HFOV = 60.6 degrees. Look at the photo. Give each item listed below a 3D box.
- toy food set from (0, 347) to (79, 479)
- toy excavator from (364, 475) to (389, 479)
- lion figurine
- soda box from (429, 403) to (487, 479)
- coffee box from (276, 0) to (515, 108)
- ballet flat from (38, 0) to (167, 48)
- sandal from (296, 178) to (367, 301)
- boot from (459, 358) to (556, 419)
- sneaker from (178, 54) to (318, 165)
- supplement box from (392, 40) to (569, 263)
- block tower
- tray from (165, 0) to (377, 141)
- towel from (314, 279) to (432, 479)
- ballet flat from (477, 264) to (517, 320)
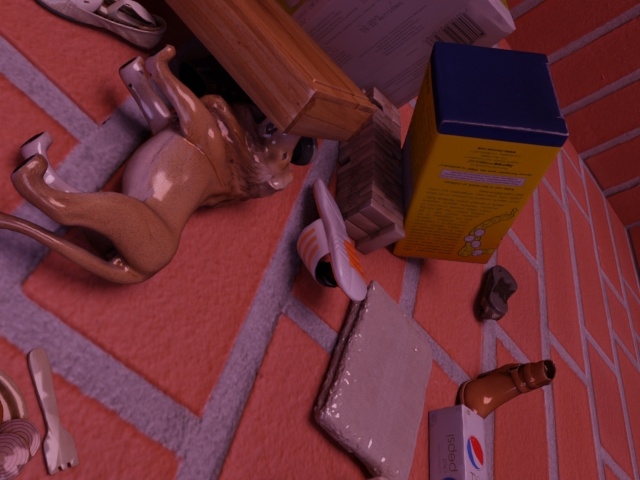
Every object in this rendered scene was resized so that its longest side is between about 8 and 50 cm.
[{"bbox_3d":[-0.284,0.151,0.421,0.192,0.038,0.133,-7,75,-53],"label":"toy food set"},{"bbox_3d":[-0.058,0.331,0.474,0.433,0.222,0.445,50,29,-21],"label":"toy excavator"},{"bbox_3d":[-0.179,-0.065,0.631,0.392,0.142,0.240,-56,128,-35],"label":"lion figurine"},{"bbox_3d":[0.224,0.385,0.888,0.074,0.069,0.216,38,44,-32],"label":"soda box"},{"bbox_3d":[0.124,-0.521,1.090,0.338,0.337,0.335,18,55,-44],"label":"coffee box"},{"bbox_3d":[-0.275,-0.300,0.700,0.168,0.052,0.057,9,62,-48],"label":"ballet flat"},{"bbox_3d":[0.005,0.006,0.854,0.102,0.076,0.265,54,13,-37],"label":"sandal"},{"bbox_3d":[0.360,0.281,1.049,0.197,0.152,0.073,-25,89,-54],"label":"boot"},{"bbox_3d":[-0.109,-0.183,0.806,0.222,0.083,0.118,47,41,9],"label":"sneaker"},{"bbox_3d":[0.256,-0.137,0.978,0.195,0.357,0.194,6,55,-3],"label":"supplement box"},{"bbox_3d":[0.093,-0.145,1.033,0.097,0.091,0.336,32,46,-35],"label":"block tower"},{"bbox_3d":[-0.108,-0.311,0.763,0.411,0.076,0.202,49,23,13],"label":"tray"},{"bbox_3d":[0.091,0.212,0.847,0.187,0.049,0.282,48,39,-18],"label":"towel"},{"bbox_3d":[0.421,0.128,1.313,0.084,0.058,0.250,41,31,5],"label":"ballet flat"}]
